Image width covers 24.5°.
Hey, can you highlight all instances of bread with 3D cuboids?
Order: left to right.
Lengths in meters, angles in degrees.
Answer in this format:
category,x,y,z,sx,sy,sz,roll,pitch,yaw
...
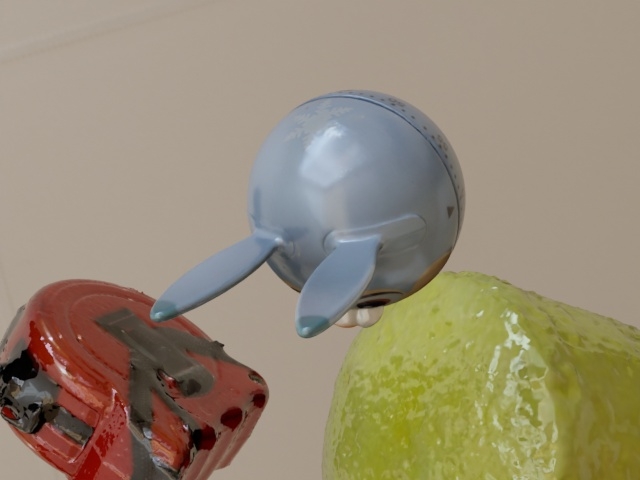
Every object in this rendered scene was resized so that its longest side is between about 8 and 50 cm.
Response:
category,x,y,z,sx,sy,sz,roll,pitch,yaw
bread,0.190,0.220,1.408,0.307,0.348,0.348,15,-82,-33

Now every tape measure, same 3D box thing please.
category,x,y,z,sx,sy,sz,roll,pitch,yaw
tape measure,-0.186,0.143,1.397,0.114,0.260,0.253,-58,-12,20

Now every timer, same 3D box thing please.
category,x,y,z,sx,sy,sz,roll,pitch,yaw
timer,0.010,0.008,1.032,0.175,0.175,0.255,51,-133,-33
